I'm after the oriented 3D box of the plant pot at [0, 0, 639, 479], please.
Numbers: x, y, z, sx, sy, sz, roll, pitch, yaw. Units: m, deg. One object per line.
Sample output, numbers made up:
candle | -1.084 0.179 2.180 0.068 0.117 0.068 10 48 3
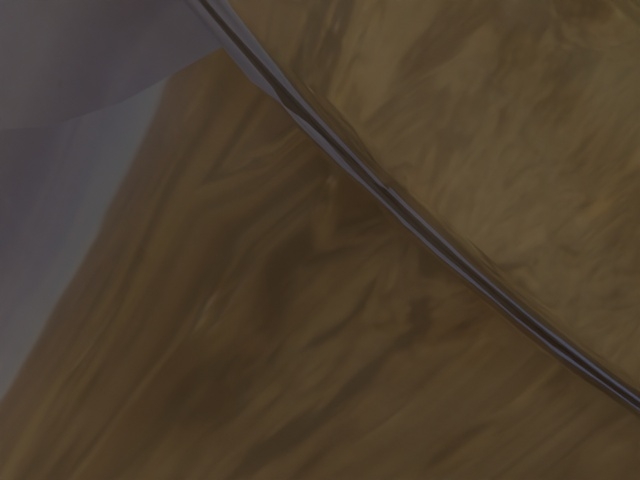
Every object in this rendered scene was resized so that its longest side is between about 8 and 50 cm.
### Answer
plant pot | 0.000 0.000 0.541 0.323 0.323 0.280 27 -63 -35
